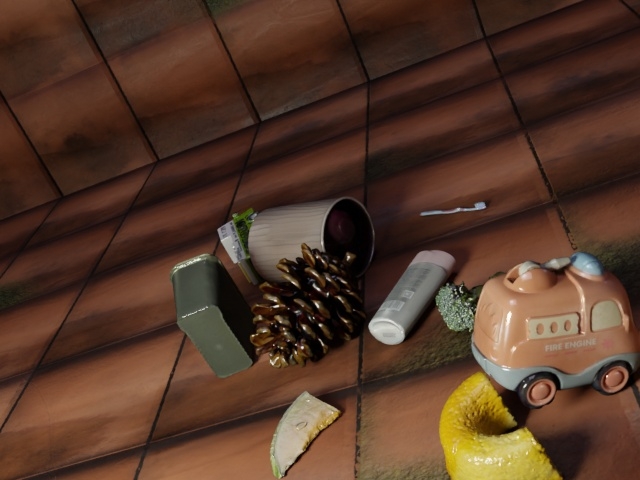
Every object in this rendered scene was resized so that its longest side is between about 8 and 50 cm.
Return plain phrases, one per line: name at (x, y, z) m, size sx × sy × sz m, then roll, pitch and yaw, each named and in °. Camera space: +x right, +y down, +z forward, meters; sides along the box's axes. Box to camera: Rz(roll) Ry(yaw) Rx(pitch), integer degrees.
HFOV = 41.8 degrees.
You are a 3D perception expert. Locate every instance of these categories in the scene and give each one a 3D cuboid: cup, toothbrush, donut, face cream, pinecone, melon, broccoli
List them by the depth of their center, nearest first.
donut at (0.268, 0.334, 1.379) m, size 0.152 × 0.101 × 0.259 m, roll -32°, pitch 29°, yaw -3°
melon at (-0.050, 0.381, 1.637) m, size 0.098 × 0.054 × 0.182 m, roll 20°, pitch 49°, yaw 37°
broccoli at (0.331, 0.119, 1.747) m, size 0.204 × 0.118 × 0.122 m, roll -25°, pitch -11°, yaw -39°
pinecone at (-0.028, 0.148, 1.855) m, size 0.309 × 0.244 × 0.244 m, roll -45°, pitch 29°, yaw -14°
face cream at (0.206, 0.119, 1.867) m, size 0.107 × 0.073 × 0.269 m, roll 1°, pitch 35°, yaw 35°
cup at (-0.008, -0.015, 2.167) m, size 0.273 × 0.208 × 0.288 m, roll -6°, pitch 32°, yaw 37°
toothbrush at (0.344, -0.080, 2.198) m, size 0.193 × 0.019 × 0.013 m, roll -8°, pitch 30°, yaw 36°

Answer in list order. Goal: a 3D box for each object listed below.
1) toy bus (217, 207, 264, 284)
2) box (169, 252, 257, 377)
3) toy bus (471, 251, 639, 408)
toy bus at (-0.200, 0.017, 2.401) m, size 0.139 × 0.113 × 0.301 m, roll -29°, pitch 26°, yaw -1°
box at (-0.246, 0.186, 1.950) m, size 0.138 × 0.274 × 0.178 m, roll -23°, pitch 38°, yaw 7°
toy bus at (0.402, 0.135, 1.441) m, size 0.288 × 0.232 × 0.194 m, roll -9°, pitch 21°, yaw -9°
